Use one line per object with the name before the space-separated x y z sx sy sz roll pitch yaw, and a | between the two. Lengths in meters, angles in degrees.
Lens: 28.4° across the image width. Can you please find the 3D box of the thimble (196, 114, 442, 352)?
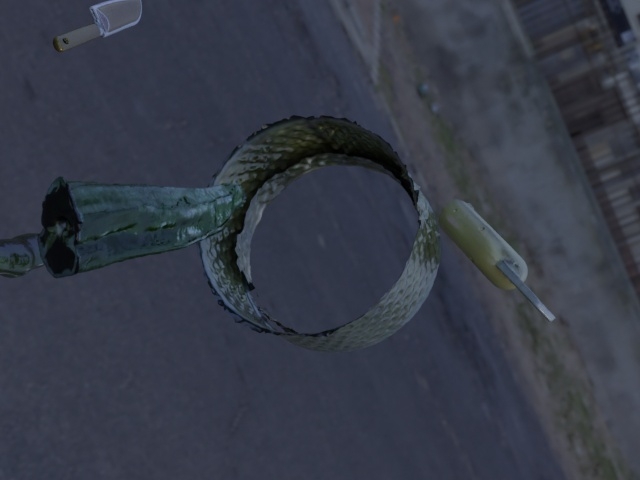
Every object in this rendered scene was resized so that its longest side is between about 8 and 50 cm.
thimble | 0.000 0.000 1.505 0.150 0.271 0.270 41 29 -67

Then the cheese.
cheese | 0.219 0.028 1.533 0.127 0.050 0.255 45 5 -27

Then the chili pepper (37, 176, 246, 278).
chili pepper | -0.145 -0.027 1.128 0.227 0.059 0.088 -15 124 -48

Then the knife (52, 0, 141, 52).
knife | -0.300 -0.303 1.739 0.046 0.022 0.256 64 26 -11

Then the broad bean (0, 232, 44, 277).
broad bean | -0.339 0.009 1.326 0.069 0.039 0.227 40 9 18
